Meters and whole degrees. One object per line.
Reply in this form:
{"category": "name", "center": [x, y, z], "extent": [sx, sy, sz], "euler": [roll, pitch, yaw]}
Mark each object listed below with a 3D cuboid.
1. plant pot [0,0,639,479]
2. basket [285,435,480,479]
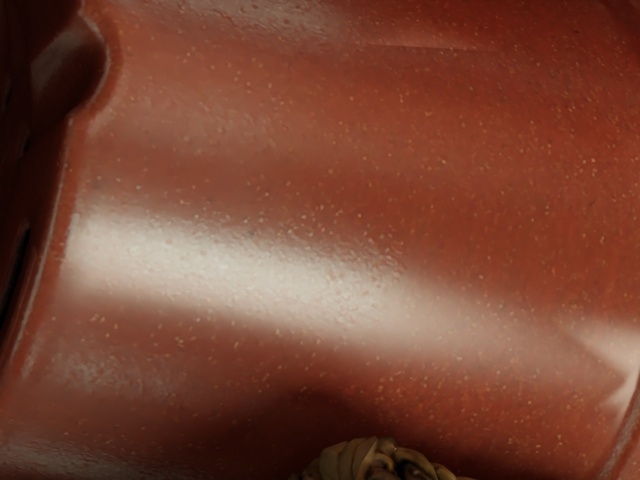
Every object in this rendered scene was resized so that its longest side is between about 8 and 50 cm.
{"category": "plant pot", "center": [0.000, 0.000, 0.526], "extent": [0.265, 0.272, 0.272], "euler": [11, 47, -26]}
{"category": "basket", "center": [0.061, 0.226, 0.377], "extent": [0.223, 0.213, 0.299], "euler": [27, 39, -22]}
